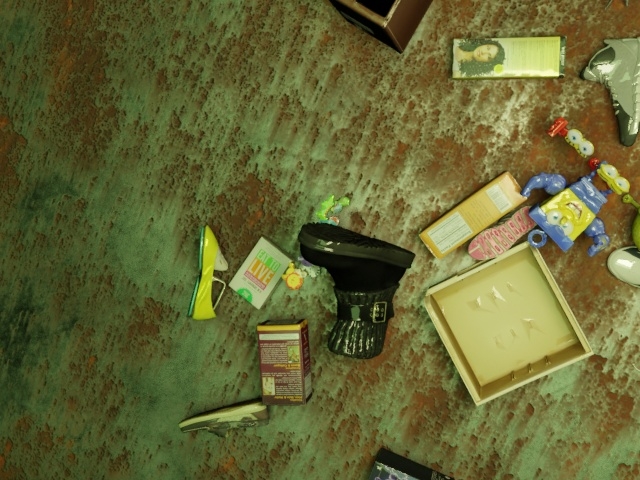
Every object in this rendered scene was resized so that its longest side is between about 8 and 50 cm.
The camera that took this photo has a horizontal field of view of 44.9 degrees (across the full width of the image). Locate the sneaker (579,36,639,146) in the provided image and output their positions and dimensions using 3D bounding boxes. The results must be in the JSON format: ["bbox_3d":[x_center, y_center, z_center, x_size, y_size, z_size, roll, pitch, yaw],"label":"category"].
[{"bbox_3d":[0.601,-0.309,1.602,0.132,0.086,0.228,8,86,16],"label":"sneaker"}]

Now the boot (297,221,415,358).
[{"bbox_3d":[0.054,0.116,1.635,0.131,0.348,0.260,28,99,44],"label":"boot"}]

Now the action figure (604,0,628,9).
[{"bbox_3d":[0.584,-0.613,1.545,0.164,0.141,0.275,-11,91,1],"label":"action figure"}]

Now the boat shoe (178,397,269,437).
[{"bbox_3d":[-0.229,0.433,1.839,0.224,0.080,0.073,-16,86,9],"label":"boat shoe"}]

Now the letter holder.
[{"bbox_3d":[0.141,-0.530,1.563,0.152,0.302,0.214,33,100,8],"label":"letter holder"}]

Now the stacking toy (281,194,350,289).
[{"bbox_3d":[0.000,0.000,1.708,0.052,0.167,0.221,30,100,8],"label":"stacking toy"}]

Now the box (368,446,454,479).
[{"bbox_3d":[0.170,0.635,1.760,0.184,0.103,0.261,21,99,12],"label":"box"}]

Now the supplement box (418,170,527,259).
[{"bbox_3d":[0.328,-0.055,1.678,0.233,0.078,0.080,-34,90,13],"label":"supplement box"}]

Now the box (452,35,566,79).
[{"bbox_3d":[0.399,-0.385,1.645,0.232,0.058,0.087,1,95,12],"label":"box"}]

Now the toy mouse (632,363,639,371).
[{"bbox_3d":[0.746,0.297,1.639,0.161,0.031,0.143,45,102,6],"label":"toy mouse"}]

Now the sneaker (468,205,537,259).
[{"bbox_3d":[0.392,-0.013,1.665,0.170,0.075,0.063,-36,85,1],"label":"sneaker"}]

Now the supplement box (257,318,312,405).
[{"bbox_3d":[-0.082,0.281,1.793,0.104,0.081,0.188,-3,94,12],"label":"supplement box"}]

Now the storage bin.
[{"bbox_3d":[0.394,0.170,1.659,0.262,0.123,0.260,-28,89,13],"label":"storage bin"}]

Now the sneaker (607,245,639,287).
[{"bbox_3d":[0.709,0.076,1.566,0.235,0.153,0.094,25,98,9],"label":"sneaker"}]

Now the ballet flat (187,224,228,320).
[{"bbox_3d":[-0.259,0.079,1.827,0.077,0.077,0.230,9,100,-10],"label":"ballet flat"}]

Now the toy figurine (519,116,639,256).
[{"bbox_3d":[0.528,-0.048,1.578,0.217,0.191,0.362,-43,91,14],"label":"toy figurine"}]

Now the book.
[{"bbox_3d":[-0.138,0.075,1.816,0.096,0.035,0.144,37,102,11],"label":"book"}]
